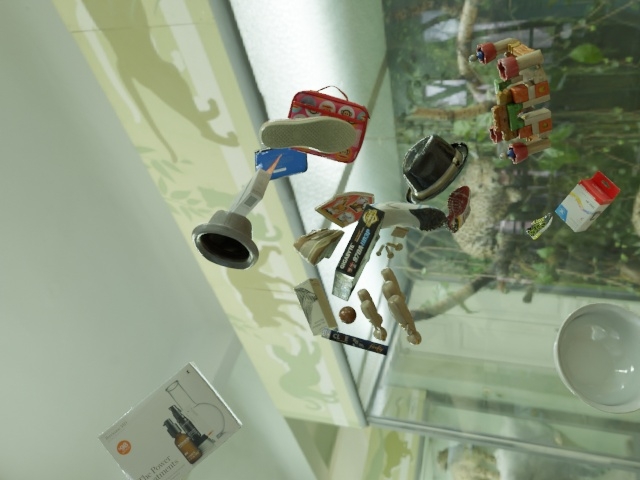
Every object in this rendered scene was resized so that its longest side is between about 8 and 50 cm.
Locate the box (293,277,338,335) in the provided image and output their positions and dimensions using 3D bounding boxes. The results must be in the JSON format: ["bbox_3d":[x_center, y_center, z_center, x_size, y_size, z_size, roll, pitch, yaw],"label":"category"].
[{"bbox_3d":[-0.025,0.333,2.764,0.094,0.113,0.275,7,-126,-58],"label":"box"}]

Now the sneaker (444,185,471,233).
[{"bbox_3d":[0.573,-0.138,2.259,0.093,0.088,0.225,-35,-32,-32],"label":"sneaker"}]

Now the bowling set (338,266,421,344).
[{"bbox_3d":[0.168,0.217,1.597,0.154,0.200,0.287,61,-168,-15],"label":"bowling set"}]

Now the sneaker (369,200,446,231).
[{"bbox_3d":[0.250,-0.078,1.594,0.086,0.237,0.085,-102,18,-56],"label":"sneaker"}]

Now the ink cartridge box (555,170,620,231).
[{"bbox_3d":[1.111,-0.163,2.289,0.078,0.134,0.231,-8,-40,-33],"label":"ink cartridge box"}]

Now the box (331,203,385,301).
[{"bbox_3d":[0.088,0.037,1.314,0.220,0.051,0.175,92,-156,-70],"label":"box"}]

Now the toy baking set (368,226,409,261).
[{"bbox_3d":[0.218,0.008,2.134,0.030,0.256,0.196,-102,6,-52],"label":"toy baking set"}]

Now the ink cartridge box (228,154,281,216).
[{"bbox_3d":[-0.292,-0.220,2.335,0.296,0.066,0.261,-38,28,51],"label":"ink cartridge box"}]

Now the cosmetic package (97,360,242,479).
[{"bbox_3d":[-0.498,0.638,1.845,0.377,0.284,0.097,-39,-7,-10],"label":"cosmetic package"}]

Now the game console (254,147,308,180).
[{"bbox_3d":[-0.167,-0.417,2.773,0.173,0.293,0.250,20,-117,-61],"label":"game console"}]

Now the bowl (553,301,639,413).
[{"bbox_3d":[0.774,0.331,1.528,0.134,0.298,0.297,96,-176,-69],"label":"bowl"}]

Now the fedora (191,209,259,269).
[{"bbox_3d":[-0.322,-0.017,1.939,0.275,0.244,0.124,88,-165,-61],"label":"fedora"}]

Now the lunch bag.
[{"bbox_3d":[0.026,-0.434,2.011,0.120,0.293,0.258,-76,1,-74],"label":"lunch bag"}]

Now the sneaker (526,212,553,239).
[{"bbox_3d":[0.535,-0.038,1.341,0.031,0.035,0.083,-49,-10,-51],"label":"sneaker"}]

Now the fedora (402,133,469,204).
[{"bbox_3d":[0.425,-0.305,2.182,0.152,0.334,0.334,43,-138,-18],"label":"fedora"}]

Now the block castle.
[{"bbox_3d":[0.764,-0.564,2.234,0.303,0.213,0.453,-103,-7,-56],"label":"block castle"}]

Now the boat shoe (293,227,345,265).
[{"bbox_3d":[0.000,0.000,2.012,0.121,0.110,0.341,-61,-11,14],"label":"boat shoe"}]

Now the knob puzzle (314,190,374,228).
[{"bbox_3d":[0.106,-0.109,1.924,0.213,0.213,0.030,64,-164,-55],"label":"knob puzzle"}]

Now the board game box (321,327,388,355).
[{"bbox_3d":[0.136,0.411,2.234,0.165,0.243,0.042,150,137,-77],"label":"board game box"}]

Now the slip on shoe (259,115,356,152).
[{"bbox_3d":[-0.042,-0.356,1.812,0.101,0.332,0.123,-119,30,-60],"label":"slip on shoe"}]
